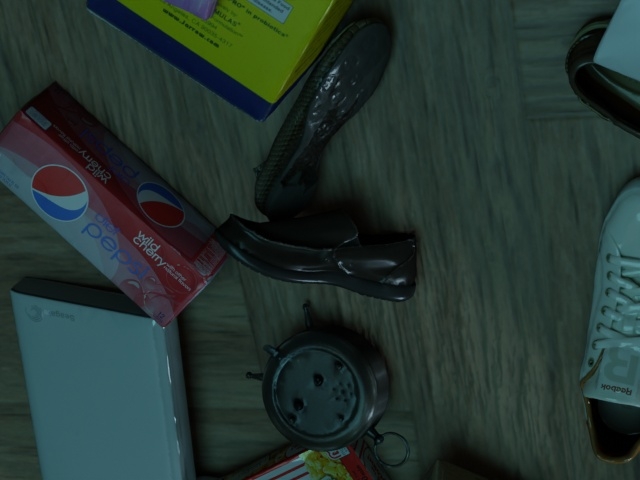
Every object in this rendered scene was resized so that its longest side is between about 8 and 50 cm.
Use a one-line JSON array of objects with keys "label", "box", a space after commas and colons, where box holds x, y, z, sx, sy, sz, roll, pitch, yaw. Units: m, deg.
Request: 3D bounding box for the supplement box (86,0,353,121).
[{"label": "supplement box", "box": [-0.021, -0.319, 1.403, 0.195, 0.194, 0.356, 34, 123, 0]}]

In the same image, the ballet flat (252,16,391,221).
[{"label": "ballet flat", "box": [-0.007, -0.123, 1.582, 0.058, 0.084, 0.250, 53, 133, 31]}]

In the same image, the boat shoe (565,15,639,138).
[{"label": "boat shoe", "box": [0.333, -0.105, 1.446, 0.257, 0.095, 0.095, 25, 123, 6]}]

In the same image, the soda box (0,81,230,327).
[{"label": "soda box", "box": [-0.222, -0.037, 1.693, 0.263, 0.083, 0.092, 42, 122, -5]}]

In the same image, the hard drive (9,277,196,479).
[{"label": "hard drive", "box": [-0.240, 0.200, 1.833, 0.203, 0.040, 0.307, 9, 119, 26]}]

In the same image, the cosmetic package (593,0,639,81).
[{"label": "cosmetic package", "box": [0.382, -0.219, 1.342, 0.225, 0.138, 0.224, 26, 122, 7]}]

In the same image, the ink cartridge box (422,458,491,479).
[{"label": "ink cartridge box", "box": [0.183, 0.362, 1.728, 0.235, 0.088, 0.193, 23, 123, -9]}]

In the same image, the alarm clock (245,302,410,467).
[{"label": "alarm clock", "box": [0.018, 0.169, 1.701, 0.192, 0.064, 0.129, 41, 106, 8]}]

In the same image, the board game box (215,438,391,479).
[{"label": "board game box", "box": [-0.014, 0.300, 1.802, 0.193, 0.045, 0.146, -29, 104, 20]}]

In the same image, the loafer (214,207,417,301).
[{"label": "loafer", "box": [0.000, 0.000, 1.611, 0.220, 0.080, 0.078, 12, 104, -24]}]

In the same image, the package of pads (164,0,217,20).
[{"label": "package of pads", "box": [-0.103, -0.230, 1.344, 0.050, 0.032, 0.083, 24, 123, 5]}]

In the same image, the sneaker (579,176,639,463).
[{"label": "sneaker", "box": [0.307, 0.086, 1.544, 0.106, 0.123, 0.290, 8, 118, 18]}]

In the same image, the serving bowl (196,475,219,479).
[{"label": "serving bowl", "box": [-0.125, 0.305, 1.872, 0.083, 0.027, 0.083, 9, 120, 15]}]
